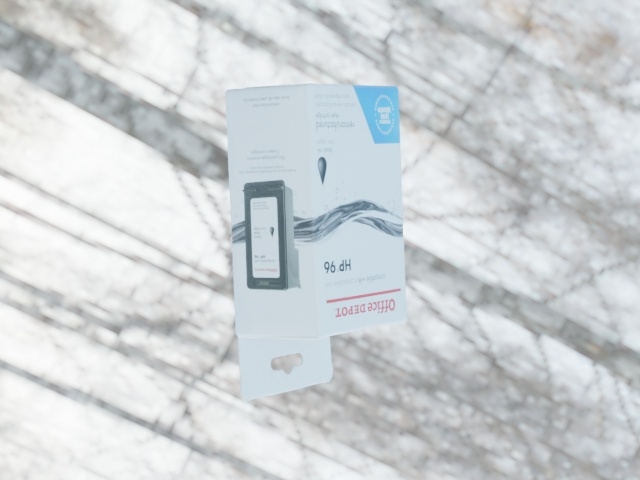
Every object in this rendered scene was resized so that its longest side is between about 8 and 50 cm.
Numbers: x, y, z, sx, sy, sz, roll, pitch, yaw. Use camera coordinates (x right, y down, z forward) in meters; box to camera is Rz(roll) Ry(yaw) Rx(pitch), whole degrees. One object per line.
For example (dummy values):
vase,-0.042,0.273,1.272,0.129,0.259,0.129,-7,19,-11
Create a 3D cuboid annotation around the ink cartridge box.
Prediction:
ink cartridge box,0.000,0.000,0.484,0.028,0.048,0.083,0,-86,33
